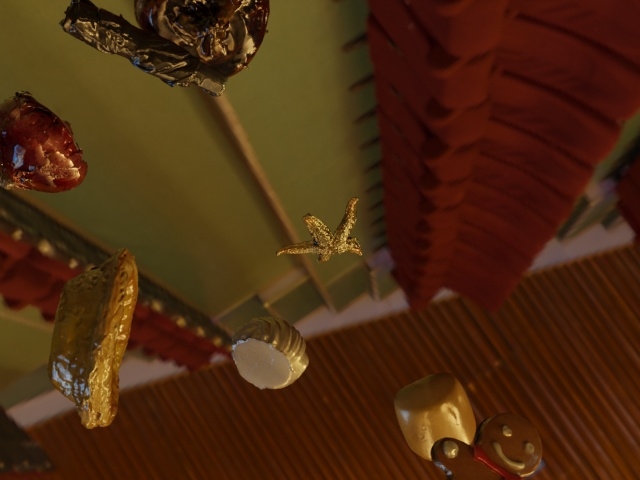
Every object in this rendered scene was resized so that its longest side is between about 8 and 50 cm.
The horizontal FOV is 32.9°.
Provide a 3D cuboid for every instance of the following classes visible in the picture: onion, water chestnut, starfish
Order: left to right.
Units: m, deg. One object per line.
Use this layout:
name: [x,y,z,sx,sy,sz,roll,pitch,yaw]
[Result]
onion: [-0.465,-0.146,1.740,0.147,0.184,0.184,-46,175,-26]
water chestnut: [-0.187,-0.361,1.715,0.223,0.238,0.224,-6,126,-8]
starfish: [0.000,0.000,2.042,0.176,0.053,0.208,-17,146,-3]

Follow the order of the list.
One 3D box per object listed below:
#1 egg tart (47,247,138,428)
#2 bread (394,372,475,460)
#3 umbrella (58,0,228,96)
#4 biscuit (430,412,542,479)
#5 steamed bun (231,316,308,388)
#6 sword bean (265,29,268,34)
egg tart: [-0.394,0.163,1.851,0.128,0.319,0.319,9,160,-6]
bread: [0.230,0.356,2.118,0.147,0.098,0.217,-27,137,1]
umbrella: [-0.233,-0.252,1.448,0.059,0.235,0.066,-47,-154,38]
biscuit: [0.271,0.422,1.826,0.339,0.216,0.047,-44,174,-31]
steamed bun: [-0.109,0.237,2.377,0.183,0.183,0.106,-44,-171,40]
sword bean: [-0.132,-0.379,1.959,0.083,0.012,0.012,-4,155,-28]
